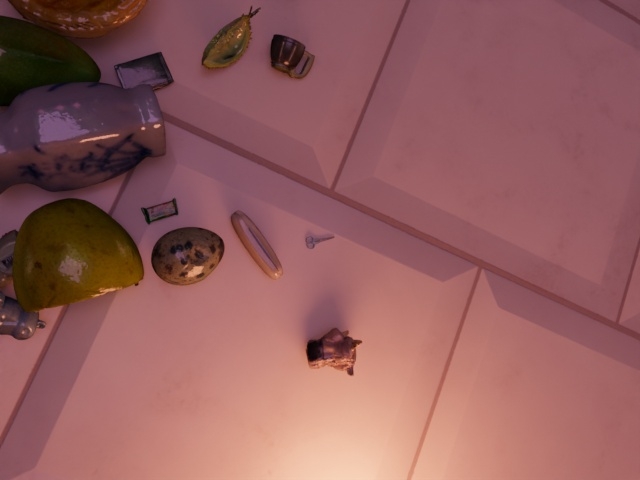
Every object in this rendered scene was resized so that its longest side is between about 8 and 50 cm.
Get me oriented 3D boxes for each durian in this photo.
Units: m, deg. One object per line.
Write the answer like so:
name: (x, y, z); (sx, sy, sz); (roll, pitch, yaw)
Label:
durian: (-0.236, -0.525, 1.457); (0.086, 0.100, 0.215); (41, 83, -11)

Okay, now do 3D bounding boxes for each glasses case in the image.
glasses case: (-0.165, 0.012, 1.433); (0.051, 0.081, 0.204); (-36, 96, -17)

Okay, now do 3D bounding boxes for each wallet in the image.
wallet: (-0.453, -0.424, 1.428); (0.129, 0.026, 0.088); (-24, 95, -17)

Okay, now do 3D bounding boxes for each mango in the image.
mango: (-0.701, -0.402, 1.258); (0.382, 0.225, 0.201); (2, 80, -16)

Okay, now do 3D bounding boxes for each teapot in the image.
teapot: (-0.081, -0.494, 1.503); (0.124, 0.092, 0.091); (19, 97, -6)

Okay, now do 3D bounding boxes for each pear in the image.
pear: (-0.546, 0.016, 1.257); (0.288, 0.139, 0.239); (-17, 92, -33)

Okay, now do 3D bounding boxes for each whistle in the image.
whistle: (-0.709, 0.035, 1.276); (0.253, 0.102, 0.106); (-34, 52, -9)
whistle: (-0.753, 0.159, 1.235); (0.269, 0.180, 0.093); (17, 39, -30)

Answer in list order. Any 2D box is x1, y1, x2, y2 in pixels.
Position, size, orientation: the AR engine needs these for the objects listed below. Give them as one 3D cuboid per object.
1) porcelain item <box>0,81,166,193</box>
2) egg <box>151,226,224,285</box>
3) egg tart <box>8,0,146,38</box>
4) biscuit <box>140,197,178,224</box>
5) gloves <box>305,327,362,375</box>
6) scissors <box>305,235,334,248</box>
porcelain item: (-0.571, -0.240, 1.273); (0.405, 0.242, 0.178); (-18, 68, -21)
egg: (-0.321, 0.036, 1.359); (0.182, 0.141, 0.141); (-20, 90, -25)
egg tart: (-0.588, -0.669, 1.347); (0.388, 0.169, 0.388); (1, 87, -13)
biscuit: (-0.405, -0.074, 1.411); (0.089, 0.016, 0.046); (-19, 89, -16)
gloves: (0.033, 0.292, 1.452); (0.144, 0.094, 0.110); (8, 57, 8)
scissors: (0.000, 0.000, 1.515); (0.083, 0.006, 0.036); (-12, 90, -16)
